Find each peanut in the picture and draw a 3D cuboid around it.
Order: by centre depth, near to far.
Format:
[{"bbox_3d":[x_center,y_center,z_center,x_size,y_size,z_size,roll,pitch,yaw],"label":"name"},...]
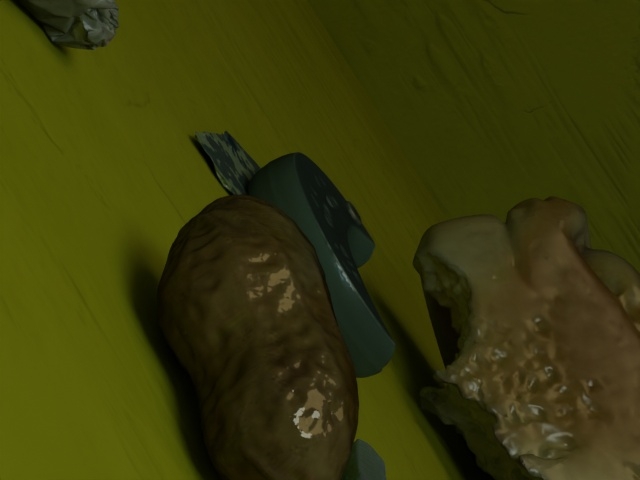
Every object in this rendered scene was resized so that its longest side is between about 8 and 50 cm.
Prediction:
[{"bbox_3d":[-0.038,0.060,0.952,0.108,0.095,0.226,31,27,-37],"label":"peanut"}]

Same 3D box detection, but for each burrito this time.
[{"bbox_3d":[-0.194,-0.191,1.096,0.203,0.064,0.064,45,14,-50],"label":"burrito"}]

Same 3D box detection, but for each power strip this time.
[{"bbox_3d":[0.000,0.000,1.476,0.168,0.054,0.253,56,11,-25],"label":"power strip"}]

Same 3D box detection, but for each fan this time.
[{"bbox_3d":[-0.057,-0.043,1.492,0.131,0.009,0.240,61,9,20],"label":"fan"}]

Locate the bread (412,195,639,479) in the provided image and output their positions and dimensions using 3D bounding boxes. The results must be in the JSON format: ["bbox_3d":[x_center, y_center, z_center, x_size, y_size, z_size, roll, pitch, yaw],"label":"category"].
[{"bbox_3d":[0.244,0.149,1.699,0.424,0.245,0.329,66,12,26],"label":"bread"}]

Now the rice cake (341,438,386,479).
[{"bbox_3d":[0.032,0.181,1.100,0.042,0.030,0.180,49,10,-15],"label":"rice cake"}]
